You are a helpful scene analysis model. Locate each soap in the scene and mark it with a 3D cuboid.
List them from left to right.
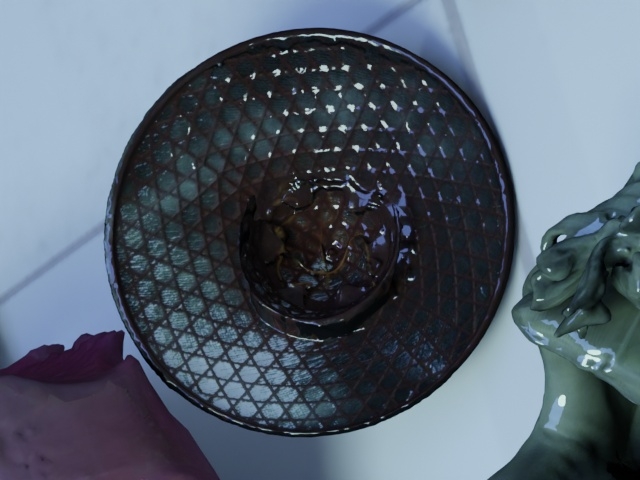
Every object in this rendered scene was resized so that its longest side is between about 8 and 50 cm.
[{"bbox_3d":[-0.141,0.162,0.871,0.325,0.127,0.220,-7,101,60],"label":"soap"}]

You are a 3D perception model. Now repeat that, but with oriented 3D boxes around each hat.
[{"bbox_3d":[0.000,0.000,0.823,0.193,0.082,0.193,-2,81,11],"label":"hat"}]

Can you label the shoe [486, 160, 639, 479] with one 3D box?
[{"bbox_3d":[0.142,-0.003,0.608,0.109,0.149,0.293,28,111,46],"label":"shoe"}]
